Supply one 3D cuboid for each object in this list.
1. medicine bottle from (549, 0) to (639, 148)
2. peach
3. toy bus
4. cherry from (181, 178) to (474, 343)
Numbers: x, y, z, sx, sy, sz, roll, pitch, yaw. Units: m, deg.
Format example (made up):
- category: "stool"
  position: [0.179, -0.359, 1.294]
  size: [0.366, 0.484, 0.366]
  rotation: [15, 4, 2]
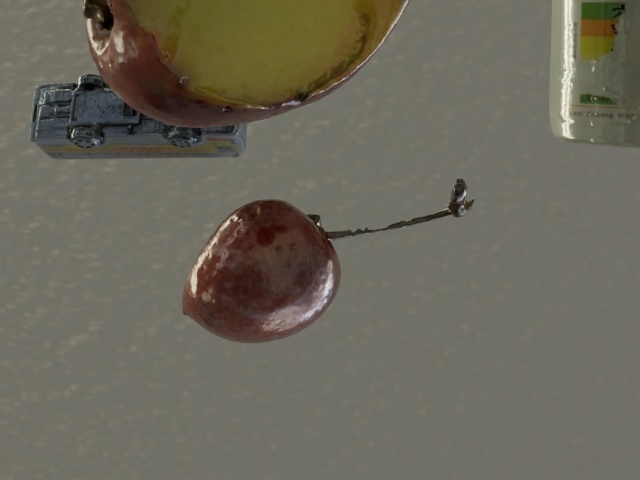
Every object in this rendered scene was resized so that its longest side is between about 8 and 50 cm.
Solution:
- category: "medicine bottle"
  position: [0.343, -0.256, 1.814]
  size: [0.111, 0.161, 0.296]
  rotation: [-10, -75, -51]
- category: "peach"
  position: [-0.053, -0.174, 1.221]
  size: [0.267, 0.154, 0.158]
  rotation: [-24, -71, -28]
- category: "toy bus"
  position: [-0.155, -0.103, 1.386]
  size: [0.075, 0.191, 0.064]
  rotation: [64, -152, -67]
- category: "cherry"
  position: [0.000, 0.000, 1.151]
  size: [0.225, 0.090, 0.107]
  rotation: [-31, -50, 1]
